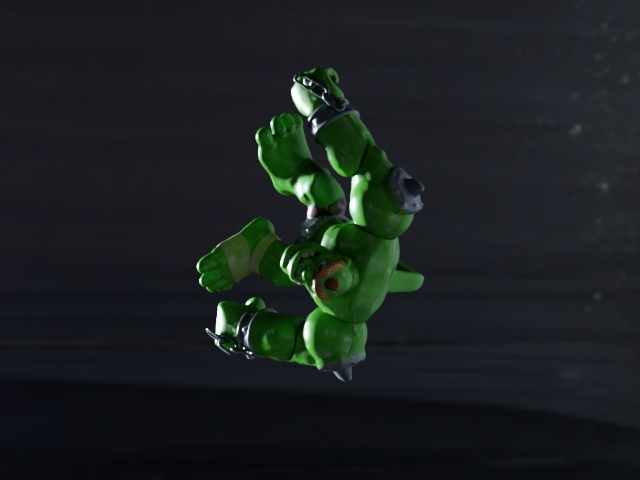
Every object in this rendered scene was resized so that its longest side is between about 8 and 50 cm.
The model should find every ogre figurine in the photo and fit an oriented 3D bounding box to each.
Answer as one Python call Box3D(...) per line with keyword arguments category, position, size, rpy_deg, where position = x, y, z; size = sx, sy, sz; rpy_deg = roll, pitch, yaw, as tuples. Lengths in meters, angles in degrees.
Box3D(category="ogre figurine", position=(0.000, 0.000, 0.990), size=(0.118, 0.097, 0.197), rpy_deg=(32, 93, 33))
